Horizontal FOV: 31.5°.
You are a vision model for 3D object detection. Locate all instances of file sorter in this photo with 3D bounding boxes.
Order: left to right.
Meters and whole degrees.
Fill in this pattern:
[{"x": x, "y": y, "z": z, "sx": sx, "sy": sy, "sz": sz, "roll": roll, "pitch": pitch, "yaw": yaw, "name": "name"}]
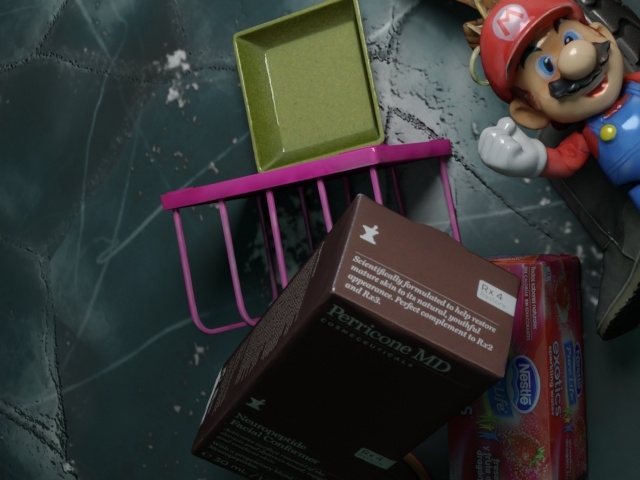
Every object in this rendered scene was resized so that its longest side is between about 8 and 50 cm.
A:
[{"x": 0.000, "y": 0.000, "z": 1.344, "sx": 0.290, "sy": 0.202, "sz": 0.182, "roll": -10, "pitch": 91, "yaw": 31, "name": "file sorter"}]

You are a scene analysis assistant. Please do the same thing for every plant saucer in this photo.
[{"x": -0.008, "y": -0.191, "z": 1.422, "sx": 0.188, "sy": 0.045, "sz": 0.188, "roll": -13, "pitch": 87, "yaw": 31, "name": "plant saucer"}]

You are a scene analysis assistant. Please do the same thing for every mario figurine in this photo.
[{"x": 0.277, "y": -0.110, "z": 1.043, "sx": 0.320, "sy": 0.198, "sz": 0.170, "roll": 43, "pitch": 141, "yaw": 7, "name": "mario figurine"}]

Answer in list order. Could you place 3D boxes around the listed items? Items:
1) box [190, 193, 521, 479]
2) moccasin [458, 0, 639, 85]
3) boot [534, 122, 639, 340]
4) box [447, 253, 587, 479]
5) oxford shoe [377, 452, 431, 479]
[{"x": 0.026, "y": 0.139, "z": 1.204, "sx": 0.191, "sy": 0.143, "sz": 0.381, "roll": 27, "pitch": 137, "yaw": -10, "name": "box"}, {"x": 0.209, "y": -0.250, "z": 1.239, "sx": 0.380, "sy": 0.139, "sz": 0.147, "roll": 40, "pitch": 118, "yaw": 20, "name": "moccasin"}, {"x": 0.293, "y": -0.022, "z": 1.223, "sx": 0.208, "sy": 0.076, "sz": 0.190, "roll": 51, "pitch": 140, "yaw": 34, "name": "boot"}, {"x": 0.218, "y": 0.145, "z": 1.263, "sx": 0.122, "sy": 0.128, "sz": 0.257, "roll": -2, "pitch": 92, "yaw": 31, "name": "box"}, {"x": 0.078, "y": 0.344, "z": 1.356, "sx": 0.363, "sy": 0.132, "sz": 0.130, "roll": 42, "pitch": 113, "yaw": 22, "name": "oxford shoe"}]
